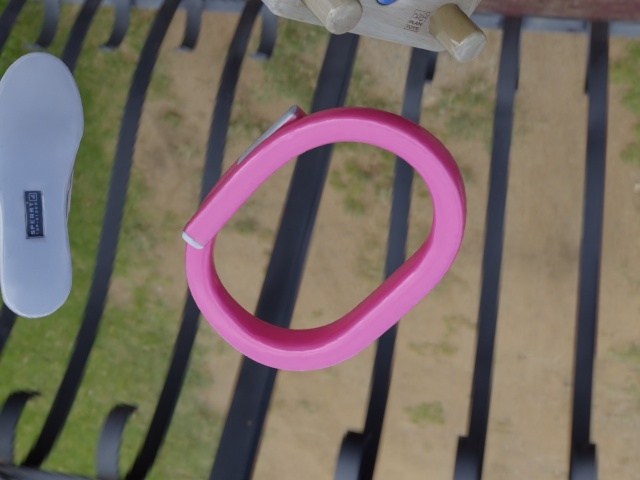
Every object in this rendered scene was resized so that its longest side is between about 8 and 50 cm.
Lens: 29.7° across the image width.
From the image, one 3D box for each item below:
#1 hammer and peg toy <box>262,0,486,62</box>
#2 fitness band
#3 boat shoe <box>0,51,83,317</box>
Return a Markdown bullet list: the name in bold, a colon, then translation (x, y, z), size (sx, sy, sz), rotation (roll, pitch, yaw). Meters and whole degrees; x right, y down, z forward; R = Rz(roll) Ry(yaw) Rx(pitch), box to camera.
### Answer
- **hammer and peg toy**: translation (0.132, -0.283, 1.117), size (0.361, 0.127, 0.266), rotation (3, 130, -47)
- **fitness band**: translation (0.000, 0.000, 1.102), size (0.209, 0.054, 0.291), rotation (40, 118, -11)
- **boat shoe**: translation (-0.291, -0.054, 1.191), size (0.095, 0.258, 0.084), rotation (6, 178, -25)
